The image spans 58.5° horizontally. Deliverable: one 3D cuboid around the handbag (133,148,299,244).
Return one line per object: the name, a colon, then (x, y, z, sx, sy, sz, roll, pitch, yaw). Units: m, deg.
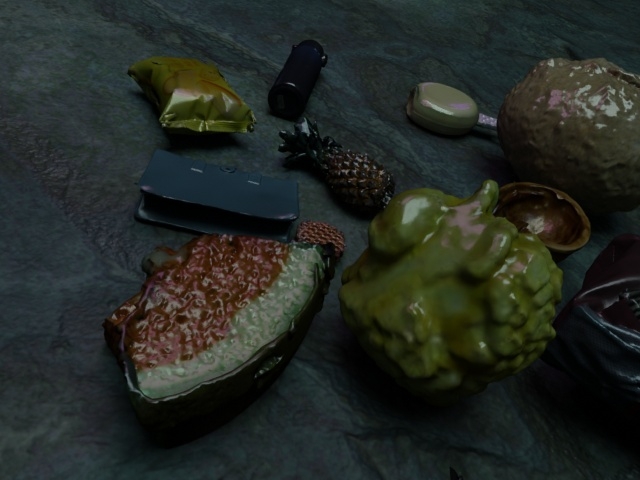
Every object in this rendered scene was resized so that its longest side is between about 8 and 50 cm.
handbag: (-0.141, -0.064, 0.816, 0.221, 0.057, 0.144, 10, 34, -8)

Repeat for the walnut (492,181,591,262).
walnut: (0.333, -0.014, 0.912, 0.211, 0.087, 0.167, -23, 49, -41)

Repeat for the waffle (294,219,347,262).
waffle: (0.000, 0.000, 0.811, 0.075, 0.029, 0.083, 12, 38, -13)

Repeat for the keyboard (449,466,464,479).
keyboard: (0.135, 0.304, 0.496, 0.015, 0.074, 0.196, -13, 38, 15)

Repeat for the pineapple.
pineapple: (0.029, -0.115, 0.909, 0.221, 0.083, 0.103, 37, 43, 23)

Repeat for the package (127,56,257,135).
package: (-0.213, -0.242, 0.951, 0.168, 0.090, 0.226, -9, 45, -32)

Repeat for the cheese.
cheese: (0.293, -0.264, 1.194, 0.228, 0.064, 0.137, 15, 44, -3)

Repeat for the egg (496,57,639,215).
egg: (0.472, -0.182, 1.026, 0.310, 0.279, 0.279, 41, 43, 2)

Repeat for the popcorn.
popcorn: (0.139, 0.065, 0.644, 0.195, 0.256, 0.254, 3, 82, -41)

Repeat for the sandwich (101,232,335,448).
sandwich: (-0.119, 0.091, 0.611, 0.212, 0.109, 0.292, 17, 37, 7)

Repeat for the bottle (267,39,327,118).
bottle: (-0.039, -0.326, 1.126, 0.082, 0.072, 0.244, 10, 40, 3)

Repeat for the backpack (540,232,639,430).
backpack: (0.456, 0.147, 0.695, 0.317, 0.197, 0.283, 39, 42, 20)
